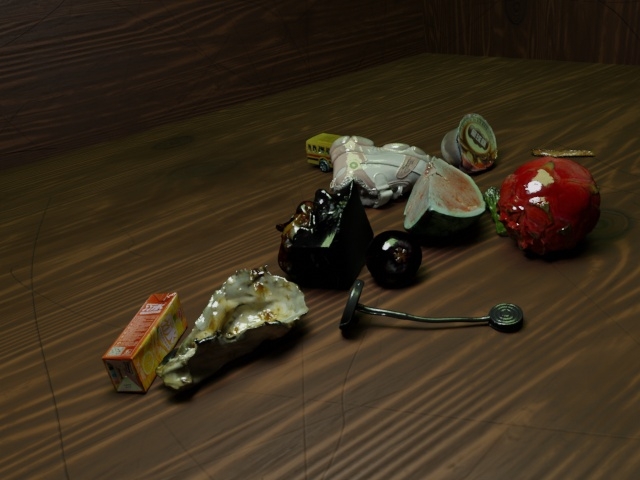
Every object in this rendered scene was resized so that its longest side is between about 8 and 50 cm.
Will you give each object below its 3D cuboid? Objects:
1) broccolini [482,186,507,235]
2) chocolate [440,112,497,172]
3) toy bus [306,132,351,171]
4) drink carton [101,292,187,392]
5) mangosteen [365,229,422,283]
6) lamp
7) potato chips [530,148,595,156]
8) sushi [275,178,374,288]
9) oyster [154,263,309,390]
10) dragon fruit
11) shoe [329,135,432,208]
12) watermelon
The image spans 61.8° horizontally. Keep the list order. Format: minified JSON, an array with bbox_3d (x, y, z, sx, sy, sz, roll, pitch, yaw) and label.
[{"bbox_3d":[0.498,-0.072,1.489,0.067,0.058,0.216,-37,26,25],"label":"broccolini"},{"bbox_3d":[0.493,-0.314,1.843,0.221,0.221,0.147,-31,6,-35],"label":"chocolate"},{"bbox_3d":[0.095,-0.318,1.988,0.121,0.122,0.336,-30,33,-34],"label":"toy bus"},{"bbox_3d":[-0.366,0.212,1.141,0.071,0.096,0.222,-3,28,14],"label":"drink carton"},{"bbox_3d":[0.170,0.041,1.292,0.137,0.137,0.151,-16,-6,-13],"label":"mangosteen"},{"bbox_3d":[0.218,0.136,1.092,0.372,0.108,0.130,1,32,19],"label":"lamp"},{"bbox_3d":[0.828,-0.301,1.834,0.204,0.026,0.037,6,17,29],"label":"potato chips"},{"bbox_3d":[0.000,0.001,1.353,0.213,0.215,0.227,-1,49,26],"label":"sushi"},{"bbox_3d":[-0.177,0.185,1.097,0.198,0.133,0.337,19,41,39],"label":"oyster"},{"bbox_3d":[0.548,-0.085,1.292,0.253,0.240,0.241,-7,27,-10],"label":"dragon fruit"},{"bbox_3d":[0.190,-0.191,1.696,0.351,0.171,0.198,10,65,-1],"label":"shoe"},{"bbox_3d":[0.319,-0.098,1.434,0.224,0.180,0.305,-15,26,21],"label":"watermelon"}]
